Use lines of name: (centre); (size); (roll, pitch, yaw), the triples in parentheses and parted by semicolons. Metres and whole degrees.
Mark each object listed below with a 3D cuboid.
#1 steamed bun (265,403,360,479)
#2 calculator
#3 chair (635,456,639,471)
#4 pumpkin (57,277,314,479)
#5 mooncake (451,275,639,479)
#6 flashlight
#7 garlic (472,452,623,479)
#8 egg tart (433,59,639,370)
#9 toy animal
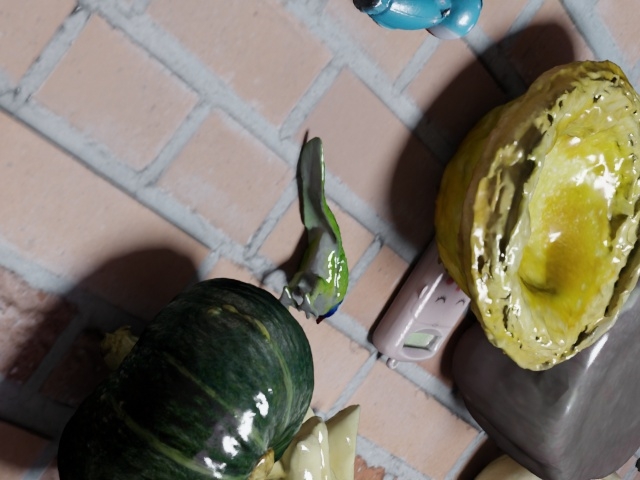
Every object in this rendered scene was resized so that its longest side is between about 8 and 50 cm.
steamed bun: (-0.044, 0.259, 1.581); (0.247, 0.189, 0.428); (-28, 166, 3)
calculator: (0.108, 0.043, 1.722); (0.175, 0.032, 0.100); (-58, 153, 11)
chair: (0.424, 0.165, 2.280); (0.229, 0.106, 0.113); (-25, 141, -42)
pumpkin: (-0.097, 0.121, 1.365); (0.211, 0.152, 0.211); (-58, 169, -18)
mooncake: (0.267, 0.098, 1.904); (0.306, 0.154, 0.306); (-39, 150, -27)
flashlight: (0.071, -0.176, 1.395); (0.129, 0.051, 0.051); (3, 120, -53)
garlic: (0.233, 0.303, 2.073); (0.145, 0.164, 0.245); (-16, 142, -40)
egg tart: (0.193, -0.026, 1.636); (0.288, 0.118, 0.288); (-19, 116, -46)
toy animal: (-0.007, 0.013, 1.491); (0.075, 0.041, 0.217); (-60, 157, -30)
